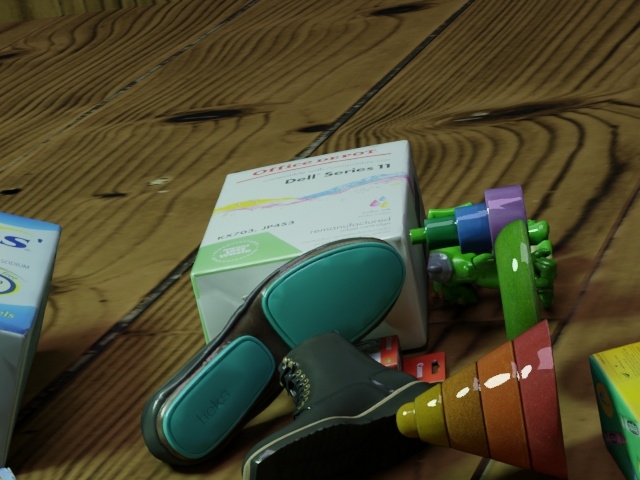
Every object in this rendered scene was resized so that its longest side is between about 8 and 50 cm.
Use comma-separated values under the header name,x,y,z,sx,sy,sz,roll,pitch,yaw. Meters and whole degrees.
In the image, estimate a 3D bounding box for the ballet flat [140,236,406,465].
name,x,y,z,sx,sy,sz,roll,pitch,yaw
ballet flat,-0.051,0.088,1.442,0.280,0.095,0.096,-37,10,-22

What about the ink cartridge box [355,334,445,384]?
name,x,y,z,sx,sy,sz,roll,pitch,yaw
ink cartridge box,0.051,0.110,1.464,0.115,0.029,0.063,-11,21,7

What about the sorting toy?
name,x,y,z,sx,sy,sz,roll,pitch,yaw
sorting toy,0.120,0.066,1.345,0.126,0.127,0.365,-9,29,6

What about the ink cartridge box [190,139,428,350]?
name,x,y,z,sx,sy,sz,roll,pitch,yaw
ink cartridge box,0.000,0.000,1.663,0.207,0.119,0.353,-11,20,7

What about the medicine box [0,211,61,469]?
name,x,y,z,sx,sy,sz,roll,pitch,yaw
medicine box,-0.393,0.067,1.534,0.263,0.149,0.289,13,18,-8

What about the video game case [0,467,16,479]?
name,x,y,z,sx,sy,sz,roll,pitch,yaw
video game case,-0.307,0.276,1.177,0.269,0.061,0.244,-20,23,-21

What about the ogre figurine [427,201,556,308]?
name,x,y,z,sx,sy,sz,roll,pitch,yaw
ogre figurine,0.160,0.012,1.577,0.118,0.097,0.197,1,32,4

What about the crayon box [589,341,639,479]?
name,x,y,z,sx,sy,sz,roll,pitch,yaw
crayon box,0.303,0.145,1.141,0.165,0.081,0.278,-13,20,-2

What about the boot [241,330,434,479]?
name,x,y,z,sx,sy,sz,roll,pitch,yaw
boot,-0.014,0.138,1.317,0.198,0.077,0.137,-13,34,-42
